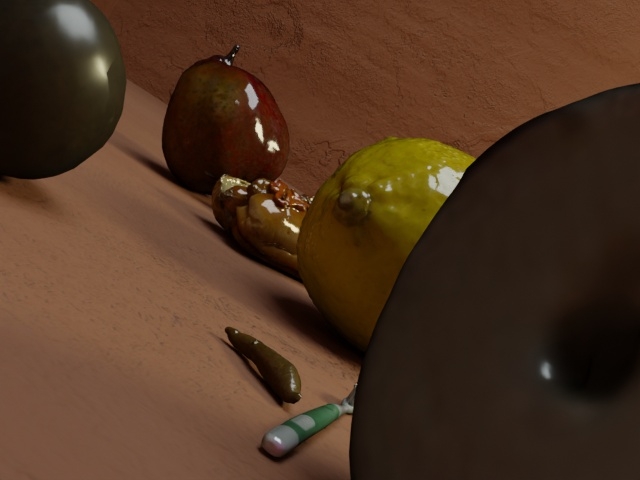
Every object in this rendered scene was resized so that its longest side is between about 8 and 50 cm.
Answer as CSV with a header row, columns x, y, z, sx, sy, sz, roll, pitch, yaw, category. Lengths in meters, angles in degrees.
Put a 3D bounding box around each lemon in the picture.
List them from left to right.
x,y,z,sx,sy,sz,roll,pitch,yaw,category
0.108,0.016,1.075,0.321,0.268,0.268,25,8,-38,lemon

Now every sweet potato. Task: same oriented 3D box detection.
x,y,z,sx,sy,sz,roll,pitch,yaw,category
-0.040,0.094,0.722,0.026,0.026,0.115,29,4,-37,sweet potato

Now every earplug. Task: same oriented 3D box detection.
x,y,z,sx,sy,sz,roll,pitch,yaw,category
0.257,0.130,0.562,0.394,0.313,0.312,30,5,-34,earplug

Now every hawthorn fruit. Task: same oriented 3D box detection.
x,y,z,sx,sy,sz,roll,pitch,yaw,category
-0.153,-0.199,1.552,0.208,0.248,0.208,-2,-10,0,hawthorn fruit

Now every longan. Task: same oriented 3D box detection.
x,y,z,sx,sy,sz,roll,pitch,yaw,category
-0.260,-0.139,0.827,0.189,0.189,0.189,32,5,-3,longan

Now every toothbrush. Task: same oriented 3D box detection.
x,y,z,sx,sy,sz,roll,pitch,yaw,category
0.003,0.127,0.685,0.018,0.024,0.257,33,6,14,toothbrush

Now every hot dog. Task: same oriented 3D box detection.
x,y,z,sx,sy,sz,roll,pitch,yaw,category
0.000,0.000,1.354,0.348,0.117,0.158,29,6,-38,hot dog
